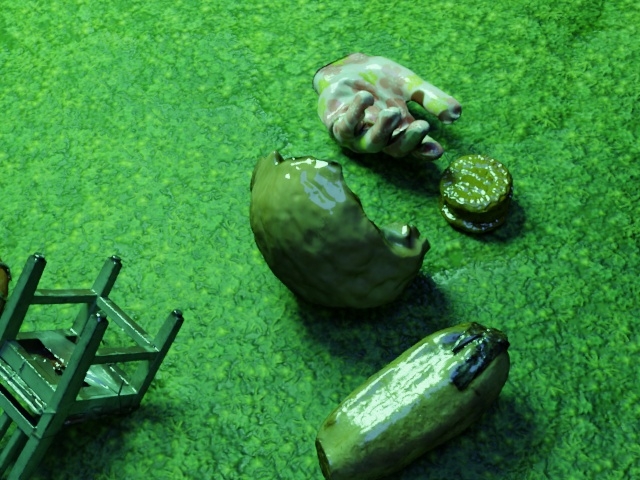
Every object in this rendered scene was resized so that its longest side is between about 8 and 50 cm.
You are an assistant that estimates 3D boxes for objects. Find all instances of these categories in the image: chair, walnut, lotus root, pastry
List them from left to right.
[{"bbox_3d":[-0.295,0.160,1.105,0.136,0.147,0.270,36,106,27],"label":"chair"},{"bbox_3d":[0.002,-0.003,1.164,0.238,0.204,0.141,22,71,17],"label":"walnut"},{"bbox_3d":[0.104,0.181,1.082,0.258,0.097,0.110,-32,51,-11],"label":"lotus root"},{"bbox_3d":[0.205,-0.063,1.279,0.097,0.057,0.109,0,52,4],"label":"pastry"}]

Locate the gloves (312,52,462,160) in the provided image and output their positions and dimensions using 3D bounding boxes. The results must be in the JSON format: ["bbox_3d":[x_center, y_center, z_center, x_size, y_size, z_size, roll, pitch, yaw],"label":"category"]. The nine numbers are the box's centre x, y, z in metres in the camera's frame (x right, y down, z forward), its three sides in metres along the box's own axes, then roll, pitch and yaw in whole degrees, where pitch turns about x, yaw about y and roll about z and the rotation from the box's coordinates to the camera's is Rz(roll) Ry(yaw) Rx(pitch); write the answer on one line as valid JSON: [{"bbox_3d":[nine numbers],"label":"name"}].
[{"bbox_3d":[0.089,-0.169,1.327,0.145,0.126,0.241,-6,46,-33],"label":"gloves"}]

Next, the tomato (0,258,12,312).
[{"bbox_3d":[-0.471,0.055,1.167,0.167,0.167,0.167,-1,53,1],"label":"tomato"}]
